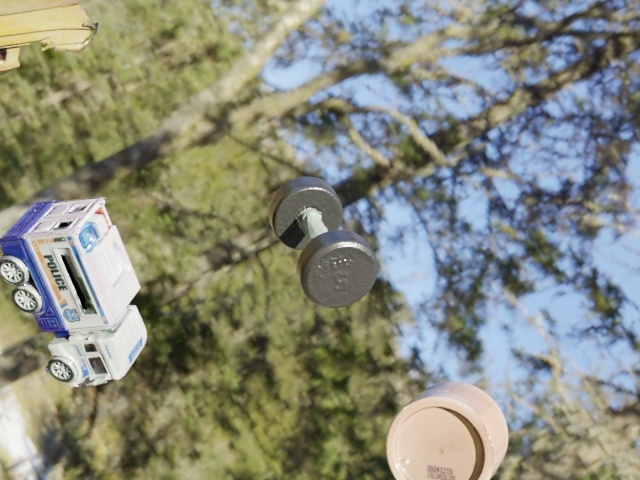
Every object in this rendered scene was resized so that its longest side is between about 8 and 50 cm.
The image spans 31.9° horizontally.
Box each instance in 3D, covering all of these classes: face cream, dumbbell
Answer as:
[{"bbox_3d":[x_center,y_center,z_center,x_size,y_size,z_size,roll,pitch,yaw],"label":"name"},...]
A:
[{"bbox_3d":[0.172,0.273,1.512,0.149,0.149,0.104,61,20,5],"label":"face cream"},{"bbox_3d":[0.000,0.000,1.435,0.191,0.100,0.100,-119,-173,-58],"label":"dumbbell"}]

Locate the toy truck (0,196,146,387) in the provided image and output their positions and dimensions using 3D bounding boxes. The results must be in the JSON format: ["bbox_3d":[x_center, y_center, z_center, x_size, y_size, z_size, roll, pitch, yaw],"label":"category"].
[{"bbox_3d":[-0.340,0.079,1.611,0.124,0.155,0.268,-62,141,-53],"label":"toy truck"}]

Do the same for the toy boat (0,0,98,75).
[{"bbox_3d":[-0.486,-0.256,1.374,0.136,0.445,0.162,39,-54,23],"label":"toy boat"}]
